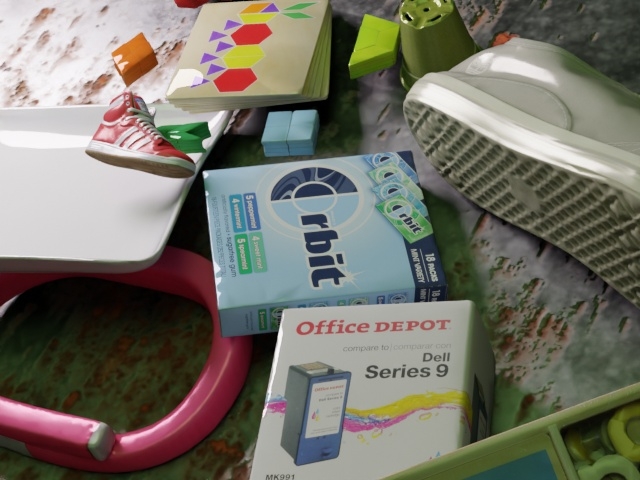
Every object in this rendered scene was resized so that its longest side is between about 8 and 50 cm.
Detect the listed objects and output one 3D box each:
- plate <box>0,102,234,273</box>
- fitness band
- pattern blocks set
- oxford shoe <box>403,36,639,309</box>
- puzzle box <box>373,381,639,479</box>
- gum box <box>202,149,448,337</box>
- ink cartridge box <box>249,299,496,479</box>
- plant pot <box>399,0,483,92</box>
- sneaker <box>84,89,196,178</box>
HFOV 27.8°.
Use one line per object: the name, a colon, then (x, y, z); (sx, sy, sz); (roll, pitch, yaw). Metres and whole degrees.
plate: (-0.238, -0.044, 1.178); (0.277, 0.045, 0.278); (1, 33, 12)
fitness band: (-0.198, 0.086, 1.099); (0.291, 0.054, 0.209); (11, 56, 25)
pattern blocks set: (-0.063, -0.184, 1.261); (0.286, 0.026, 0.324); (5, 43, 19)
oxford shoe: (0.243, -0.042, 0.980); (0.130, 0.169, 0.449); (-37, 45, -14)
puzzle box: (0.084, 0.271, 0.773); (0.409, 0.052, 0.272); (-21, 75, 2)
gum box: (0.000, 0.000, 1.078); (0.184, 0.041, 0.157); (-7, 48, -5)
ink cartridge box: (0.038, 0.154, 0.933); (0.154, 0.093, 0.212); (-3, 50, 18)
plant pot: (0.106, -0.187, 1.199); (0.083, 0.079, 0.083); (-9, 50, 11)
sneaker: (-0.150, -0.094, 1.130); (0.118, 0.042, 0.067); (14, 77, 32)
